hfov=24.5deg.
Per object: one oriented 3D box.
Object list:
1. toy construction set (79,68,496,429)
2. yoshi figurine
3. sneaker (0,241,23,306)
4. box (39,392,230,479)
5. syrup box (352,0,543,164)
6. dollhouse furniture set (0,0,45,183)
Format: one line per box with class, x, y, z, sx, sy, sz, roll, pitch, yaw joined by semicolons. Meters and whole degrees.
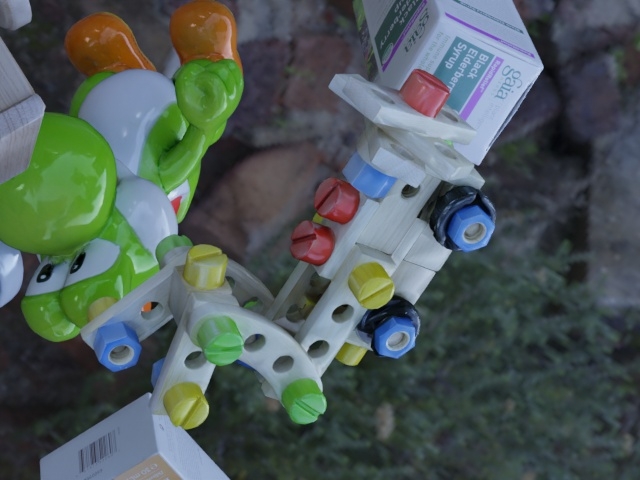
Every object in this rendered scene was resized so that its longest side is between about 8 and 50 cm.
toy construction set;0.000;0.000;1.033;0.215;0.151;0.328;20;128;-33
yoshi figurine;-0.177;-0.086;1.204;0.203;0.203;0.362;-54;-164;39
sneaker;-0.333;0.040;1.264;0.091;0.094;0.258;-33;-178;-35
box;-0.161;0.252;1.386;0.130;0.091;0.170;-33;122;8
syrup box;0.096;-0.166;1.186;0.093;0.096;0.237;-59;-163;25
dollhouse furniture set;-0.322;-0.036;0.670;0.355;0.174;0.303;-32;179;-19
